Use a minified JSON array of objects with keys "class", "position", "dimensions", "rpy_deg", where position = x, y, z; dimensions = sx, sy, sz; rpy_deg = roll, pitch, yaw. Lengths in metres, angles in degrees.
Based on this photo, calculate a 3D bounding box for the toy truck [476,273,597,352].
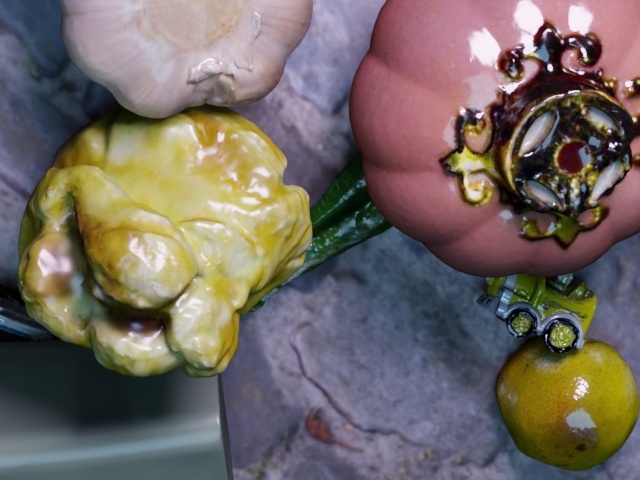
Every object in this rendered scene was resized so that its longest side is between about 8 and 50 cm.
[{"class":"toy truck","position":[0.208,0.055,1.587],"dimensions":[0.111,0.076,0.077],"rpy_deg":[22,98,-11]}]

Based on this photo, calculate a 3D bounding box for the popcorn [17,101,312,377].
[{"class":"popcorn","position":[-0.148,0.004,1.425],"dimensions":[0.225,0.276,0.276],"rpy_deg":[43,110,-8]}]

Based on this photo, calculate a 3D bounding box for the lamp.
[{"class":"lamp","position":[0.177,-0.105,1.392],"dimensions":[0.305,0.239,0.305],"rpy_deg":[-4,113,-9]}]

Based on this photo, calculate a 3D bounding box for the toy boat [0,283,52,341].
[{"class":"toy boat","position":[-0.322,0.072,1.579],"dimensions":[0.140,0.059,0.066],"rpy_deg":[24,100,-20]}]

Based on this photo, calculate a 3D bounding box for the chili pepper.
[{"class":"chili pepper","position":[0.000,0.000,1.555],"dimensions":[0.227,0.059,0.088],"rpy_deg":[-41,115,21]}]

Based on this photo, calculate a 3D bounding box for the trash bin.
[{"class":"trash bin","position":[-0.258,0.211,1.582],"dimensions":[0.344,0.158,0.223],"rpy_deg":[-3,137,-2]}]

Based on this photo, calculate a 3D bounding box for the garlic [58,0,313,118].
[{"class":"garlic","position":[-0.115,-0.214,1.366],"dimensions":[0.228,0.152,0.227],"rpy_deg":[-5,104,-21]}]

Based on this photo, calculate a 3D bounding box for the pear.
[{"class":"pear","position":[0.245,0.166,1.629],"dimensions":[0.141,0.104,0.141],"rpy_deg":[-1,115,-2]}]
